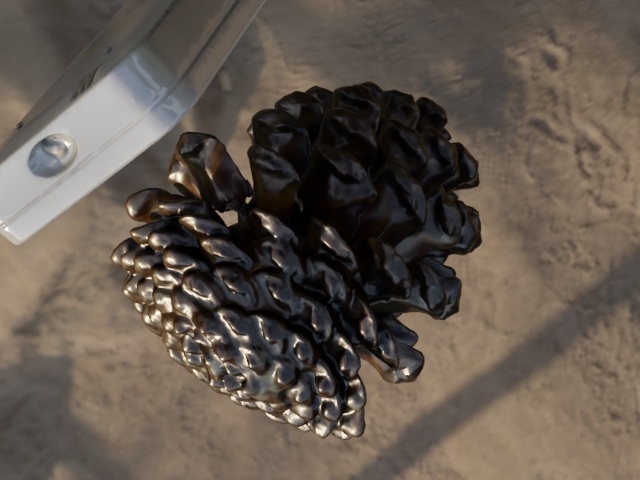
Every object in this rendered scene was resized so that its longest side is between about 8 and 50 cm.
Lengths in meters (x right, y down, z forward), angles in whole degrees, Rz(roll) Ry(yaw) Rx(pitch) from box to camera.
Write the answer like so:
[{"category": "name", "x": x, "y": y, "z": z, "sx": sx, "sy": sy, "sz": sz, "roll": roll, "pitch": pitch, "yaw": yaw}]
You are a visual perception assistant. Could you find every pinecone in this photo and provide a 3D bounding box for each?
[{"category": "pinecone", "x": -0.002, "y": -0.003, "z": 0.928, "sx": 0.246, "sy": 0.292, "sz": 0.246, "roll": 23, "pitch": 135, "yaw": 24}]

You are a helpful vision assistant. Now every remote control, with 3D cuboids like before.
[{"category": "remote control", "x": -0.054, "y": -0.095, "z": 0.511, "sx": 0.103, "sy": 0.250, "sz": 0.034, "roll": -33, "pitch": 109, "yaw": 32}]
